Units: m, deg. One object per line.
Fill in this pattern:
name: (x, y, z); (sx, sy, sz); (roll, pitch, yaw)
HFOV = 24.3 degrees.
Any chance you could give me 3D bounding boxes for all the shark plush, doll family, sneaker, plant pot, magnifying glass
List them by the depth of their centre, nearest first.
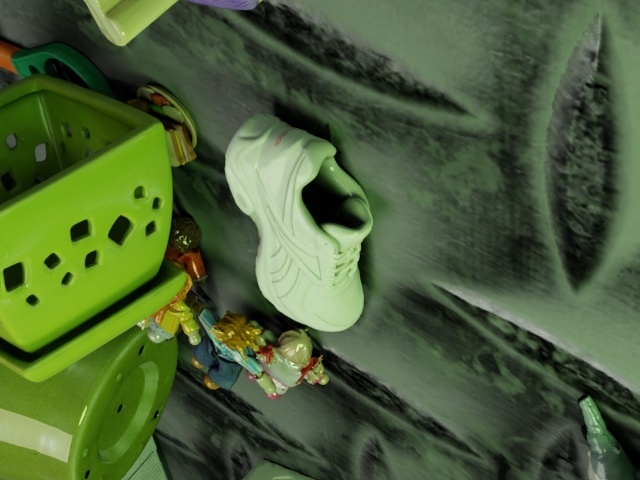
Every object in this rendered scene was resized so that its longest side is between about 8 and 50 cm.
shark plush: (0.266, 0.197, 1.258); (0.067, 0.073, 0.161); (-24, 89, 43)
sneaker: (0.000, 0.000, 1.290); (0.115, 0.090, 0.232); (16, 143, 40)
plant pot: (-0.275, -0.007, 1.432); (0.228, 0.227, 0.207); (25, 138, 44)
magnifying glass: (-0.295, -0.179, 1.539); (0.231, 0.026, 0.092); (23, 147, 36)
doll family: (-0.118, 0.090, 1.558); (0.263, 0.118, 0.163); (43, 154, 4)
plant pot: (-0.378, 0.141, 1.810); (0.353, 0.366, 0.366); (24, 149, 16)

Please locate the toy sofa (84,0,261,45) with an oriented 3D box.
toy sofa: (-0.222, -0.239, 1.191); (0.362, 0.150, 0.177); (17, 142, 45)

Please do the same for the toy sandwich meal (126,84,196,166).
toy sandwich meal: (-0.151, -0.109, 1.415); (0.085, 0.029, 0.086); (35, 153, 21)

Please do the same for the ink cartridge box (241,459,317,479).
ink cartridge box: (-0.014, 0.393, 1.889); (0.153, 0.087, 0.208); (11, 137, 49)

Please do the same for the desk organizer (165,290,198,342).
desk organizer: (-0.205, 0.055, 1.716); (0.130, 0.050, 0.047); (36, 153, 19)

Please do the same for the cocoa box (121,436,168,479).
cocoa box: (-0.429, 0.333, 2.251); (0.347, 0.231, 0.228); (30, 151, 28)
